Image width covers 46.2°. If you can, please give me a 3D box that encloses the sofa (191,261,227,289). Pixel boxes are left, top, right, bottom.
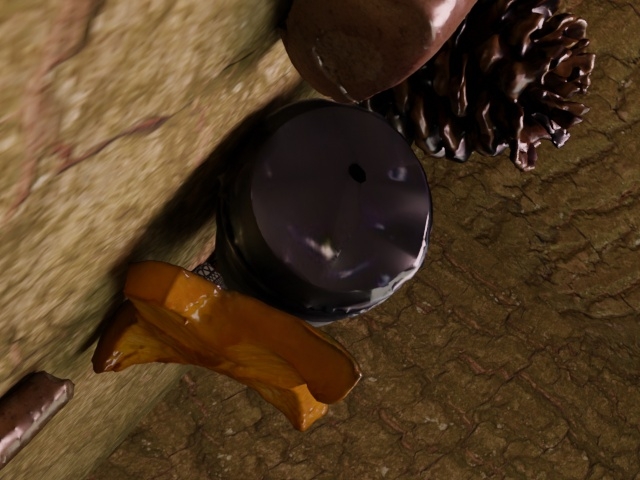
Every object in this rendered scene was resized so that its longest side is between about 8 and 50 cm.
[{"bbox_3d":[-0.190,0.091,1.158,0.118,0.060,0.039,-50,174,40],"label":"sofa"}]

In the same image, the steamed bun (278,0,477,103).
[{"bbox_3d":[0.047,-0.185,0.541,0.145,0.106,0.175,-53,-166,-21],"label":"steamed bun"}]

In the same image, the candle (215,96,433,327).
[{"bbox_3d":[-0.015,-0.010,0.855,0.221,0.221,0.342,-48,-179,-16],"label":"candle"}]

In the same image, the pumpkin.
[{"bbox_3d":[-0.110,0.110,0.785,0.258,0.290,0.095,106,3,-64],"label":"pumpkin"}]

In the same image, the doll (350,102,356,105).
[{"bbox_3d":[0.113,-0.202,1.071,0.287,0.151,0.151,-43,175,-28],"label":"doll"}]

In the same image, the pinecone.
[{"bbox_3d":[0.155,-0.189,0.795,0.224,0.272,0.224,-26,124,-46],"label":"pinecone"}]

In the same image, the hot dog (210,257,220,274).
[{"bbox_3d":[-0.160,0.093,1.217,0.072,0.115,0.269,-17,162,-44],"label":"hot dog"}]

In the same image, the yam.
[{"bbox_3d":[-0.319,0.201,0.670,0.241,0.057,0.057,-44,176,-41],"label":"yam"}]
